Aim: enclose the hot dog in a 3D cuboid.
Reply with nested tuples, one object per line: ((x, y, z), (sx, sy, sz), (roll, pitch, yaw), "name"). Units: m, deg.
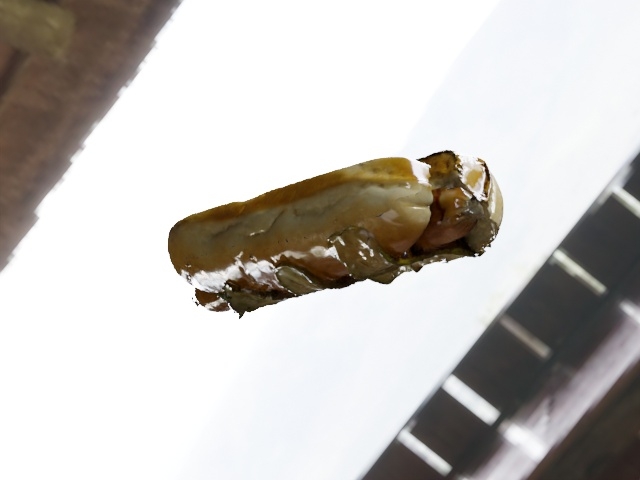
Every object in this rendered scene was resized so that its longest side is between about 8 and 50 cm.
((0.000, 0.000, 0.872), (0.109, 0.072, 0.269), (-5, -8, -40), "hot dog")
